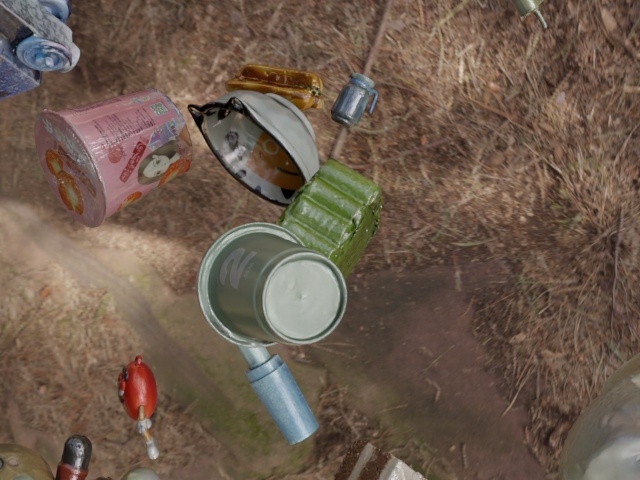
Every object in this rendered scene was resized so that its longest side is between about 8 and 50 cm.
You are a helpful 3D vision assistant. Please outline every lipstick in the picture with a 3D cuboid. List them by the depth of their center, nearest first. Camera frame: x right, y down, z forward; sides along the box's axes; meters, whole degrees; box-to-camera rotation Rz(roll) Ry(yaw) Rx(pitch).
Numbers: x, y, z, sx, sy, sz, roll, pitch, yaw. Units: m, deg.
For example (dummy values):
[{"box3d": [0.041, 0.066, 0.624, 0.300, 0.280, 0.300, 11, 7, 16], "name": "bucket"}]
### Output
[{"box3d": [-0.097, 0.202, 1.316, 0.068, 0.061, 0.274, -29, 93, 36], "name": "lipstick"}]

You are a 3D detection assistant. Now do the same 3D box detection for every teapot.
[{"box3d": [0.058, -0.220, 1.288, 0.063, 0.049, 0.083, 28, 88, -11], "name": "teapot"}]

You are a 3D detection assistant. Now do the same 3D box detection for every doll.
[{"box3d": [-0.397, 0.399, 1.162, 0.174, 0.330, 0.235, -41, 41, 54], "name": "doll"}, {"box3d": [-0.404, 0.359, 1.795, 0.085, 0.183, 0.217, -10, 122, -17], "name": "doll"}]

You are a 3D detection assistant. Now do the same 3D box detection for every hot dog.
[{"box3d": [-0.096, -0.311, 1.670, 0.249, 0.068, 0.100, 18, 58, 39], "name": "hot dog"}]

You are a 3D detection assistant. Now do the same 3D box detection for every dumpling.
[{"box3d": [0.380, 0.244, 0.961, 0.175, 0.227, 0.243, -6, 56, -21], "name": "dumpling"}]

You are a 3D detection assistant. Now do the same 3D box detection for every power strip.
[{"box3d": [0.339, -0.499, 1.461, 0.034, 0.092, 0.268, -29, 100, 35], "name": "power strip"}]

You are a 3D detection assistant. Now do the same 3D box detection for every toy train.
[{"box3d": [-0.470, -0.302, 1.072, 0.202, 0.300, 0.131, -15, 64, 17], "name": "toy train"}]

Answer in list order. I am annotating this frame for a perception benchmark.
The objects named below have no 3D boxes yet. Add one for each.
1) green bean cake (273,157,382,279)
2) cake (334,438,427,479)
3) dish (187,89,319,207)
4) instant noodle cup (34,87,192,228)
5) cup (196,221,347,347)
[{"box3d": [0.000, 0.000, 1.180, 0.113, 0.214, 0.200, 34, 81, 11], "name": "green bean cake"}, {"box3d": [0.117, 0.463, 1.500, 0.147, 0.135, 0.134, -6, 47, 55], "name": "cake"}, {"box3d": [-0.104, -0.202, 1.590, 0.303, 0.303, 0.120, 33, 65, 16], "name": "dish"}, {"box3d": [-0.406, -0.179, 1.604, 0.243, 0.231, 0.243, 28, 134, 34], "name": "instant noodle cup"}, {"box3d": [-0.040, 0.047, 0.719, 0.120, 0.141, 0.120, -3, 97, -25], "name": "cup"}]
